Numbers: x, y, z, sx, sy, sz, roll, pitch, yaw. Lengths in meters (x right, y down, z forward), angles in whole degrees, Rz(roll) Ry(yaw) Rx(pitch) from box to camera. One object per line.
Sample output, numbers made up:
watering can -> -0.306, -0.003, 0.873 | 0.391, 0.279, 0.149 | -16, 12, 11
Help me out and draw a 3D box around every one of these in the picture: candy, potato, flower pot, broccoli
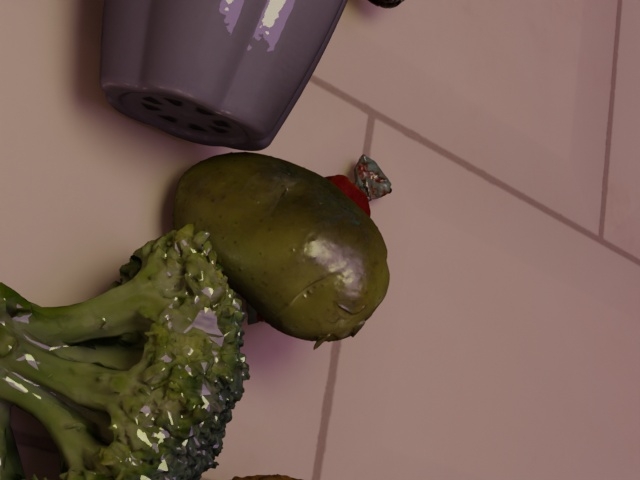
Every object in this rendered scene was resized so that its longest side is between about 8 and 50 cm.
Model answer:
candy -> 0.000, -0.001, 1.331 | 0.086, 0.059, 0.292 | 51, 52, -22
potato -> -0.041, 0.001, 1.195 | 0.248, 0.143, 0.169 | 32, 33, 13
flower pot -> -0.108, -0.232, 1.164 | 0.265, 0.265, 0.243 | 26, 77, -37
broccoli -> -0.235, 0.078, 1.030 | 0.397, 0.275, 0.353 | 54, 30, 5

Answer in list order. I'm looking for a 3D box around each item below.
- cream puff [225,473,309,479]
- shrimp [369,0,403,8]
cream puff -> -0.069, 0.377, 1.067 | 0.343, 0.231, 0.327 | -41, 128, -45
shrimp -> -0.012, -0.458, 1.353 | 0.221, 0.166, 0.410 | -43, 124, -24
